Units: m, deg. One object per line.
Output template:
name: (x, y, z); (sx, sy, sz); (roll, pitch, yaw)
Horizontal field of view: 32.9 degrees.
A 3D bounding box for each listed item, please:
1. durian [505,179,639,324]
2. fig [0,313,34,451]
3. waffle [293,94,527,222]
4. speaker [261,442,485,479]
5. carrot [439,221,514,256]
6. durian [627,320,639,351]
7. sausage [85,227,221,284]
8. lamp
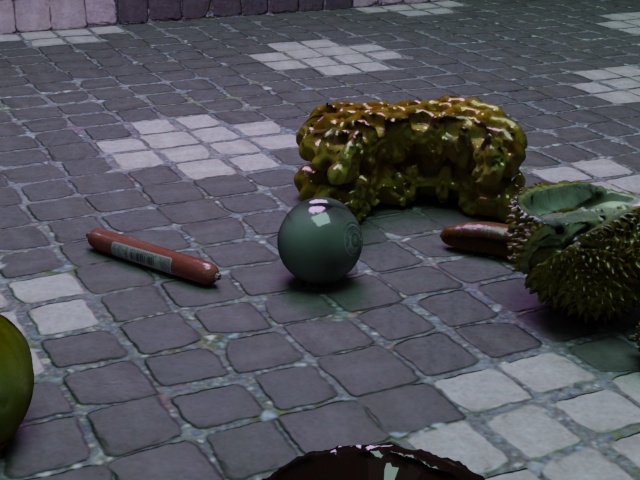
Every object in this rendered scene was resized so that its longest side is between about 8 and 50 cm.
durian: (0.325, 0.013, 1.242); (0.237, 0.137, 0.193); (-7, 21, -12)
fig: (-0.326, 0.118, 0.974); (0.136, 0.120, 0.153); (-17, 29, -28)
waffle: (0.128, -0.117, 1.544); (0.324, 0.151, 0.261); (0, 26, -7)
speaker: (-0.027, 0.269, 0.565); (0.259, 0.198, 0.329); (18, 34, 7)
carrot: (0.222, -0.004, 1.395); (0.139, 0.048, 0.048); (9, 24, 20)
durian: (0.359, 0.103, 1.120); (0.091, 0.080, 0.080); (-3, 16, 36)
sausage: (-0.210, 0.019, 1.340); (0.223, 0.029, 0.029); (16, 27, 31)
lamp: (0.000, 0.000, 1.299); (0.105, 0.105, 0.105); (1, 22, 0)
